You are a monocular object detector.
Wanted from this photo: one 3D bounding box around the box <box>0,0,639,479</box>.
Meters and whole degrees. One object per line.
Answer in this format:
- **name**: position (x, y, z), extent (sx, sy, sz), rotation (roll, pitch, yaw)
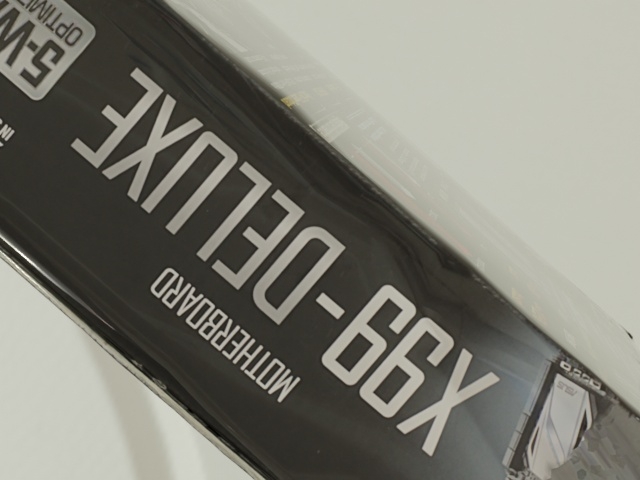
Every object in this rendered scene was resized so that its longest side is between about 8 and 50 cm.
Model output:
- **box**: position (0.000, 0.000, 0.579), extent (0.076, 0.242, 0.307), rotation (-49, 1, 6)
